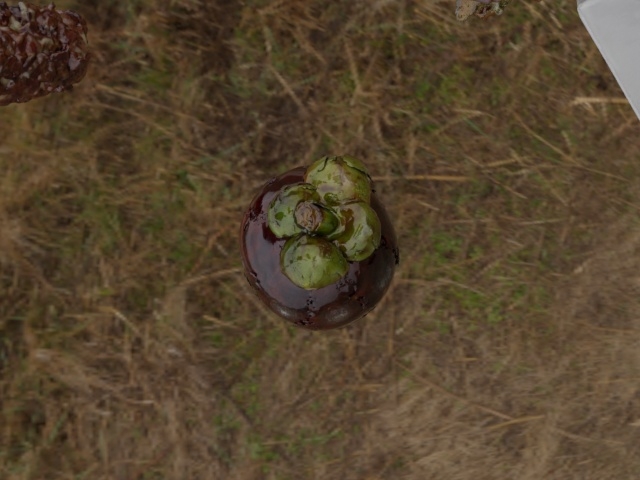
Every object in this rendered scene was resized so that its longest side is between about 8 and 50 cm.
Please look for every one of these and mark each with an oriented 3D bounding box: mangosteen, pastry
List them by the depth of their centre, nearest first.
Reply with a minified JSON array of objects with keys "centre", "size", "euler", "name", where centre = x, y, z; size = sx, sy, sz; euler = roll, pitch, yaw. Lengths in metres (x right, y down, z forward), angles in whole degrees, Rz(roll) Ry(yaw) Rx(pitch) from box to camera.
[{"centre":[0.000,0.000,1.042],"size":[0.166,0.180,0.166],"euler":[1,72,-4],"name":"mangosteen"},{"centre":[-0.352,-0.215,1.248],"size":[0.115,0.208,0.097],"euler":[-43,72,32],"name":"pastry"}]

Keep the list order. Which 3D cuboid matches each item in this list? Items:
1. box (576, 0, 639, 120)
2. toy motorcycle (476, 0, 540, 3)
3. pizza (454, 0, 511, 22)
[{"centre":[0.334,-0.138,0.946],"size":[0.116,0.203,0.274],"euler":[-28,104,22],"name":"box"},{"centre":[0.019,-0.164,0.526],"size":[0.212,0.118,0.084],"euler":[20,105,-7],"name":"toy motorcycle"},{"centre":[0.187,-0.297,1.071],"size":[0.188,0.062,0.199],"euler":[28,87,25],"name":"pizza"}]
